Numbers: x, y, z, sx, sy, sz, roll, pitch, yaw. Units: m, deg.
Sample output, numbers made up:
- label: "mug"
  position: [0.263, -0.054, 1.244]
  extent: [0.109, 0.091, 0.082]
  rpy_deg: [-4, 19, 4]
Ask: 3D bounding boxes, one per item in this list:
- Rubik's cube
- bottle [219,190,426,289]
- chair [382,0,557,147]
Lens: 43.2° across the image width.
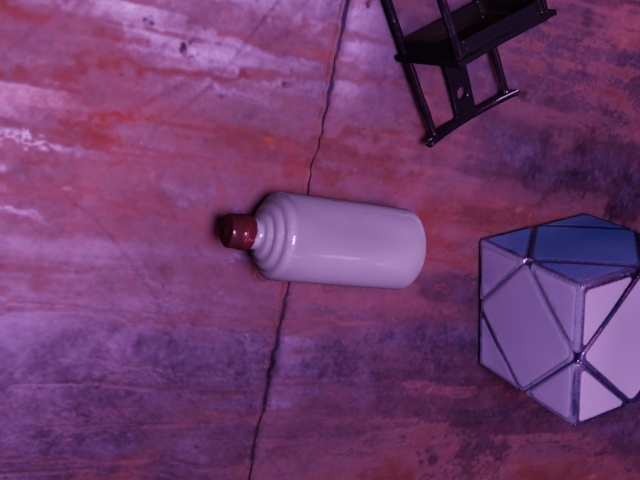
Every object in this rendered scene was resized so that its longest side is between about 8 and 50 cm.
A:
- label: "Rubik's cube"
  position: [0.357, 0.098, 1.113]
  extent: [0.205, 0.205, 0.207]
  rpy_deg: [-14, 114, -24]
- label: "bottle"
  position: [0.000, 0.000, 0.950]
  extent: [0.245, 0.104, 0.104]
  rpy_deg: [7, 103, -29]
- label: "chair"
  position: [0.171, -0.248, 0.942]
  extent: [0.155, 0.141, 0.260]
  rpy_deg: [-31, 115, -16]
